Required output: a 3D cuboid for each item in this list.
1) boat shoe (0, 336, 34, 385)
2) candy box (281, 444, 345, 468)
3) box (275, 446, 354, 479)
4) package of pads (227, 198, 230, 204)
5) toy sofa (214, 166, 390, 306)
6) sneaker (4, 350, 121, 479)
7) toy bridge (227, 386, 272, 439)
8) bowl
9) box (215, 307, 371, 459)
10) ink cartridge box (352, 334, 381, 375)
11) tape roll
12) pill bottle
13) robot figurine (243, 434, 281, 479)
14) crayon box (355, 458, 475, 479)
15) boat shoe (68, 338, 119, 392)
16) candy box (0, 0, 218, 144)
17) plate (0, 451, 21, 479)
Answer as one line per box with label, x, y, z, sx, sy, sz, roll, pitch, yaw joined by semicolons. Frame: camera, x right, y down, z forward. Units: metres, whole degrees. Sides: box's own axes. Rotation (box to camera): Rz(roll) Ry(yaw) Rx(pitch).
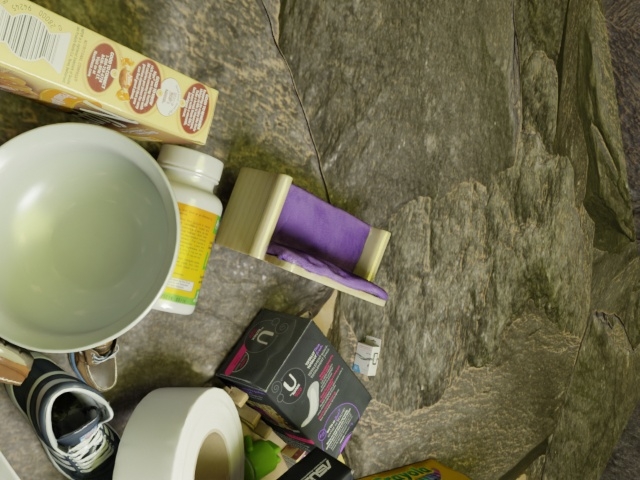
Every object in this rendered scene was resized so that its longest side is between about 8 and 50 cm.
boat shoe;-0.521;0.122;0.790;0.324;0.123;0.119;30;81;-36
candy box;-0.005;0.491;1.426;0.109;0.053;0.186;-40;125;-33
box;-0.107;0.560;1.028;0.395;0.097;0.318;-25;128;-46
package of pads;-0.127;-0.063;1.205;0.083;0.032;0.050;37;69;-43
toy sofa;0.000;0.000;1.211;0.363;0.177;0.150;25;84;-52
sneaker;-0.344;0.293;0.966;0.099;0.153;0.282;-44;126;-30
toy bridge;-0.143;0.322;1.240;0.026;0.063;0.188;-54;150;-24
bowl;-0.323;0.001;0.895;0.134;0.298;0.297;73;34;-82
box;-0.044;0.282;1.277;0.165;0.143;0.270;-55;131;-27
ink cartridge box;0.106;0.260;1.496;0.028;0.048;0.083;12;88;-46
tape roll;-0.217;0.381;1.060;0.286;0.100;0.286;-4;90;-76
pill bottle;-0.233;-0.018;1.030;0.136;0.136;0.245;20;84;-46
robot figurine;-0.131;0.431;1.274;0.115;0.067;0.101;-20;120;-42
crayon box;0.282;0.652;1.563;0.363;0.313;0.106;7;96;-47
boat shoe;-0.345;0.157;1.001;0.066;0.066;0.183;-28;117;-39
candy box;-0.318;-0.216;0.870;0.317;0.183;0.087;18;85;-46
plate;-0.505;0.369;0.811;0.277;0.045;0.278;-35;94;-23
